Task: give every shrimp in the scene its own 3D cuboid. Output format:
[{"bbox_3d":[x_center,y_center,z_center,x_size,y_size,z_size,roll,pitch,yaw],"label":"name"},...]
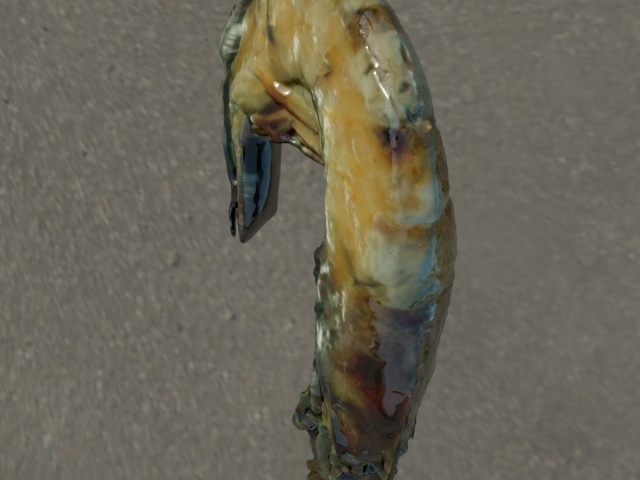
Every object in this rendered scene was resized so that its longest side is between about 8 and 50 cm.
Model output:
[{"bbox_3d":[0.000,0.000,1.007,0.071,0.233,0.365,-18,134,-25],"label":"shrimp"}]
